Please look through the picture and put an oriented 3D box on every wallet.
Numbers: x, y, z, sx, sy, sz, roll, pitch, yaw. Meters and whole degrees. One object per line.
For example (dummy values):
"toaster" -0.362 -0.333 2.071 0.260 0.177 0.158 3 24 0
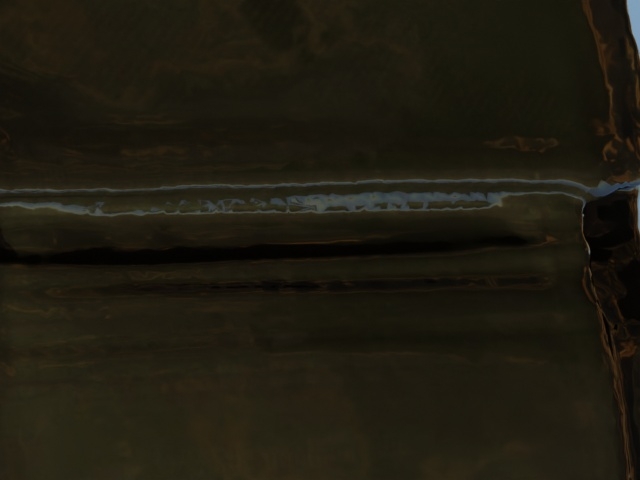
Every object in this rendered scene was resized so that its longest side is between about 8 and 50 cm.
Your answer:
"wallet" 0.000 0.000 0.571 0.247 0.041 0.322 -1 -104 -22
